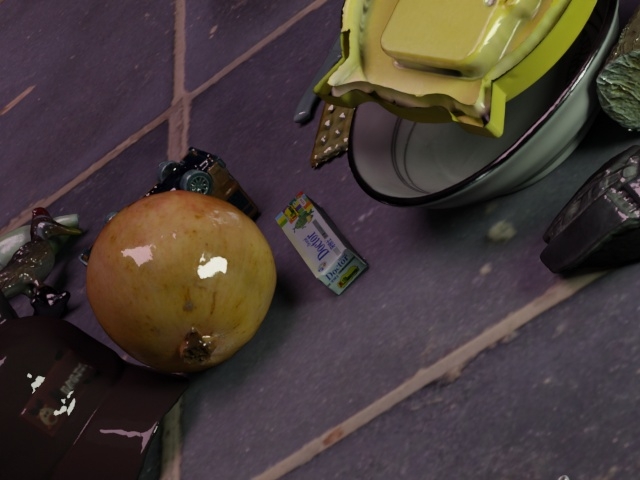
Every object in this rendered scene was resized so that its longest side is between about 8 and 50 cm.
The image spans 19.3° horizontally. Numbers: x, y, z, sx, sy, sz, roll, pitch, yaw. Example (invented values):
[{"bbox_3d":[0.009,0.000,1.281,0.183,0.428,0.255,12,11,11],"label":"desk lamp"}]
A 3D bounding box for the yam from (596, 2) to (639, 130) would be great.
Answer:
[{"bbox_3d":[0.324,-0.189,1.670,0.107,0.107,0.183,-7,45,49],"label":"yam"}]

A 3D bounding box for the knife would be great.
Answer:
[{"bbox_3d":[0.017,-0.215,2.194,0.028,0.015,0.210,-18,37,51],"label":"knife"}]

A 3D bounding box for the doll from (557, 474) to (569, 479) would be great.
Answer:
[{"bbox_3d":[0.145,0.211,1.436,0.114,0.039,0.057,-45,-8,22],"label":"doll"}]

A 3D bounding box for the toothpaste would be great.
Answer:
[{"bbox_3d":[0.000,0.000,1.912,0.046,0.034,0.164,-46,28,5],"label":"toothpaste"}]

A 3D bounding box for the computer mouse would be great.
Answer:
[{"bbox_3d":[0.261,-0.034,1.582,0.192,0.062,0.105,-24,34,32],"label":"computer mouse"}]

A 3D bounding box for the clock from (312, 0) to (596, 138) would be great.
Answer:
[{"bbox_3d":[0.144,-0.228,1.759,0.277,0.071,0.293,24,82,47],"label":"clock"}]

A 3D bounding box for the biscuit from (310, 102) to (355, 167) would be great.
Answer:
[{"bbox_3d":[0.087,-0.168,2.039,0.231,0.016,0.139,-25,33,32],"label":"biscuit"}]

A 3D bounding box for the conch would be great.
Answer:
[{"bbox_3d":[-0.373,0.021,2.358,0.180,0.065,0.088,-32,-12,2],"label":"conch"}]

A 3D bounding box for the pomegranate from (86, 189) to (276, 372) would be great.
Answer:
[{"bbox_3d":[-0.139,0.040,1.888,0.191,0.191,0.191,-32,31,22],"label":"pomegranate"}]

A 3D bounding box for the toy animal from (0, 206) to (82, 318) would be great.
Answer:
[{"bbox_3d":[-0.348,0.032,2.262,0.070,0.105,0.202,112,168,-47],"label":"toy animal"}]

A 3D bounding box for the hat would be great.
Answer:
[{"bbox_3d":[-0.309,0.157,1.930,0.336,0.209,0.238,-11,40,44],"label":"hat"}]

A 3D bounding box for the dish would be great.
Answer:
[{"bbox_3d":[0.175,-0.135,1.788,0.316,0.106,0.316,-32,33,24],"label":"dish"}]

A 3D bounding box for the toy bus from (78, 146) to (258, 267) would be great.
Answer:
[{"bbox_3d":[-0.167,-0.007,2.067,0.182,0.103,0.091,-45,28,-12],"label":"toy bus"}]
